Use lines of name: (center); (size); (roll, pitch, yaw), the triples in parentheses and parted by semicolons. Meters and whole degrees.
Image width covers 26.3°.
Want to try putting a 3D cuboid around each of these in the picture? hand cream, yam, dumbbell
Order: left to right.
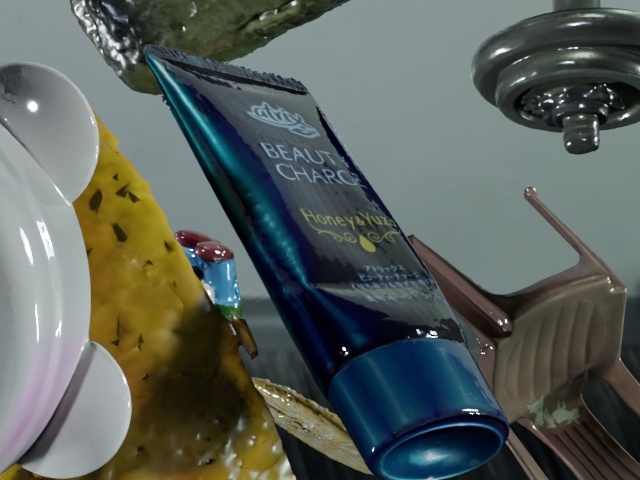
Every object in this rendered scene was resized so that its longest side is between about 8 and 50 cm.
yam: (-0.088, -0.264, 1.263); (0.300, 0.195, 0.195); (-20, 142, 36)
hand cream: (0.000, 0.000, 0.699); (0.120, 0.270, 0.061); (7, 131, -42)
dumbbell: (0.226, -0.214, 1.199); (0.192, 0.290, 0.192); (1, 163, 0)

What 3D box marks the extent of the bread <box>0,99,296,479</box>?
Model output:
bread: (-0.171, 0.088, 0.783); (0.215, 0.398, 0.398); (-28, 137, -13)

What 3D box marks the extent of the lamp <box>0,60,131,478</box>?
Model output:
lamp: (-0.198, 0.020, 0.532); (0.246, 0.108, 0.180); (-5, 95, 5)

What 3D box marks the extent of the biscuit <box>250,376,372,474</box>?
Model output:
biscuit: (-0.006, 0.234, 1.715); (0.033, 0.219, 0.220); (-59, 136, -16)

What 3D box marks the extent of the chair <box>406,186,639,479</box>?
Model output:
chair: (0.229, 0.125, 1.293); (0.175, 0.326, 0.183); (-23, 130, -21)

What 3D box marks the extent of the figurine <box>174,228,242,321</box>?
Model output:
figurine: (-0.199, 0.098, 1.589); (0.234, 0.127, 0.185); (-20, 135, -35)
